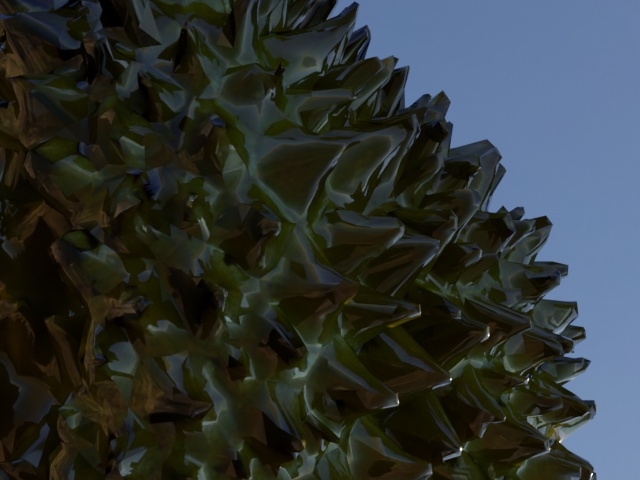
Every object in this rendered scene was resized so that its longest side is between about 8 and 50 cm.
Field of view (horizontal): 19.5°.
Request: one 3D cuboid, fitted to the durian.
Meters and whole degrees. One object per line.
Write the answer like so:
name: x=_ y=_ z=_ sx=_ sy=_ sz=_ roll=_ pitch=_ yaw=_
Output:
durian: x=-0.057 y=0.050 z=0.507 sx=0.258 sy=0.258 sz=0.293 roll=37 pitch=-61 yaw=-2
